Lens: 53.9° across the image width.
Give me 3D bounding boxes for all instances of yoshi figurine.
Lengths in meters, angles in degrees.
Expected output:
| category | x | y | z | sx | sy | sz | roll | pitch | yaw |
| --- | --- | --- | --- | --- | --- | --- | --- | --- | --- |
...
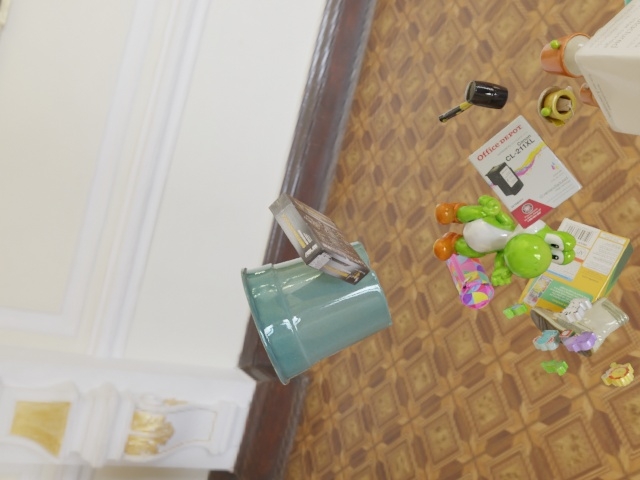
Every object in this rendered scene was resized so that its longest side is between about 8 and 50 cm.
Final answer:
| category | x | y | z | sx | sy | sz | roll | pitch | yaw |
| --- | --- | --- | --- | --- | --- | --- | --- | --- | --- |
| yoshi figurine | 0.446 | 0.004 | 1.591 | 0.362 | 0.203 | 0.203 | 12 | 68 | 41 |

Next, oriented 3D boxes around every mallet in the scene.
| category | x | y | z | sx | sy | sz | roll | pitch | yaw |
| --- | --- | --- | --- | --- | --- | --- | --- | --- | --- |
| mallet | 0.254 | -0.226 | 1.063 | 0.190 | 0.062 | 0.039 | 152 | 125 | -84 |

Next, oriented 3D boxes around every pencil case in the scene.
| category | x | y | z | sx | sy | sz | roll | pitch | yaw |
| --- | --- | --- | --- | --- | --- | --- | --- | --- | --- |
| pencil case | 0.424 | 0.091 | 1.815 | 0.104 | 0.104 | 0.236 | -59 | 21 | 28 |

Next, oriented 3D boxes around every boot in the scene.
| category | x | y | z | sx | sy | sz | roll | pitch | yaw |
| --- | --- | --- | --- | --- | --- | --- | --- | --- | --- |
| boot | 0.694 | 0.208 | 1.700 | 0.165 | 0.077 | 0.213 | -35 | 36 | -16 |

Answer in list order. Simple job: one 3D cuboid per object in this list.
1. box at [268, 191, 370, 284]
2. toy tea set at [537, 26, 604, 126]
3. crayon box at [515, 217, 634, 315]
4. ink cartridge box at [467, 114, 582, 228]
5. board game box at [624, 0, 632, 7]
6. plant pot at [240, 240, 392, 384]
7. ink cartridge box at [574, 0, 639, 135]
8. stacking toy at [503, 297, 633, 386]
| category | x | y | z | sx | sy | sz | roll | pitch | yaw |
| --- | --- | --- | --- | --- | --- | --- | --- | --- | --- |
| box | 0.000 | 0.000 | 1.460 | 0.056 | 0.231 | 0.183 | -44 | 58 | 13 |
| toy tea set | 0.651 | -0.388 | 1.430 | 0.124 | 0.336 | 0.200 | -149 | 43 | -67 |
| crayon box | 0.743 | 0.114 | 1.852 | 0.203 | 0.083 | 0.323 | 27 | 82 | 42 |
| ink cartridge box | 0.383 | -0.128 | 1.184 | 0.127 | 0.072 | 0.175 | -40 | 78 | 22 |
| board game box | 0.593 | -0.428 | 0.961 | 0.210 | 0.160 | 0.047 | 94 | 174 | -82 |
| plant pot | -0.001 | 0.176 | 1.722 | 0.341 | 0.334 | 0.341 | 159 | 90 | -90 |
| ink cartridge box | 0.441 | -0.181 | 0.560 | 0.207 | 0.119 | 0.353 | -43 | 27 | -5 |
| stacking toy | 0.461 | 0.194 | 1.197 | 0.052 | 0.167 | 0.221 | -39 | 9 | -24 |
